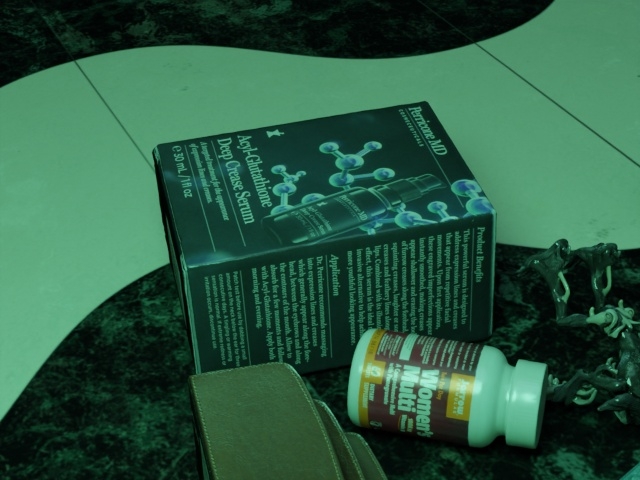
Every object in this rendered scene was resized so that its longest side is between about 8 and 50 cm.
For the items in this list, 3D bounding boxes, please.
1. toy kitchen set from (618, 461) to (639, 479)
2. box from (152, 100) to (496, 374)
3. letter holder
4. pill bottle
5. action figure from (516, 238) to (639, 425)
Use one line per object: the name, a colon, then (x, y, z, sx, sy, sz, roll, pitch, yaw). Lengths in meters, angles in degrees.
toy kitchen set: (0.379, 0.309, 1.264, 0.166, 0.122, 0.207, -30, 44, -30)
box: (0.000, 0.000, 1.636, 0.395, 0.212, 0.293, -10, 37, -10)
letter holder: (-0.009, 0.279, 1.317, 0.214, 0.152, 0.302, -9, 37, -10)
pill bottle: (0.152, 0.178, 1.460, 0.221, 0.121, 0.121, 8, 38, 15)
action figure: (0.352, 0.135, 1.496, 0.164, 0.141, 0.276, -11, 63, -23)
